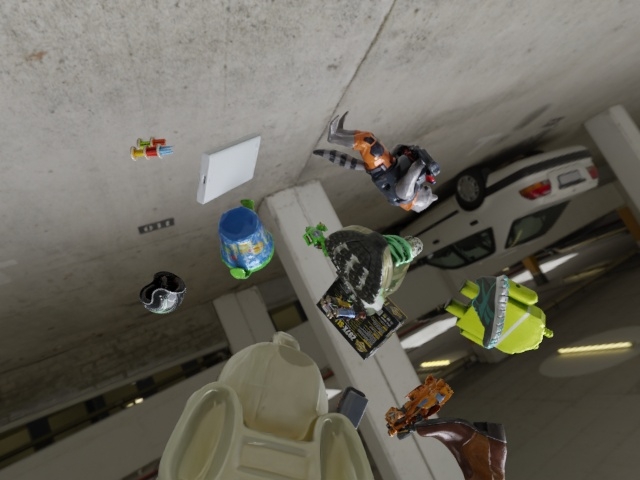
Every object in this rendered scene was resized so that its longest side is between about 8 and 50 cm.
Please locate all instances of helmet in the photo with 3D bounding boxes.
[{"bbox_3d":[-0.669,0.229,1.779,0.161,0.169,0.169,-50,161,22],"label":"helmet"}]

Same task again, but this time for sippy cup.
[{"bbox_3d":[-0.318,-0.015,1.727,0.240,0.305,0.224,-31,155,-14],"label":"sippy cup"}]

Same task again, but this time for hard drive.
[{"bbox_3d":[-0.345,-0.280,1.598,0.307,0.040,0.203,-43,157,-52],"label":"hard drive"}]

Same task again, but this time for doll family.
[{"bbox_3d":[0.081,0.238,1.456,0.111,0.193,0.076,15,111,-22],"label":"doll family"}]

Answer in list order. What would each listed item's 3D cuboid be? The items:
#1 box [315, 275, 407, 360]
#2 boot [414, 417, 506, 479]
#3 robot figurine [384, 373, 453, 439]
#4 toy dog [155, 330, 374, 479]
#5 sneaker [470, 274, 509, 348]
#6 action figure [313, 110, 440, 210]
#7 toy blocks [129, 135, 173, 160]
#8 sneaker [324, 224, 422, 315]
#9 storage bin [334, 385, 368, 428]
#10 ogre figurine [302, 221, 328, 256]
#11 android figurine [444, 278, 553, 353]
[{"bbox_3d":[0.162,0.294,1.751,0.079,0.322,0.257,-16,146,-52],"label":"box"},{"bbox_3d":[0.370,0.615,1.089,0.264,0.280,0.096,14,153,-16],"label":"boot"},{"bbox_3d":[0.368,0.651,1.638,0.291,0.085,0.211,-35,178,-12],"label":"robot figurine"},{"bbox_3d":[-0.154,0.386,0.703,0.284,0.395,0.408,15,121,-22],"label":"toy dog"},{"bbox_3d":[0.375,0.157,0.947,0.076,0.167,0.065,7,173,35],"label":"sneaker"},{"bbox_3d":[0.161,-0.195,1.107,0.178,0.330,0.341,-50,-175,8],"label":"action figure"},{"bbox_3d":[-0.606,-0.343,1.545,0.148,0.123,0.054,-4,129,4],"label":"toy blocks"},{"bbox_3d":[0.126,0.031,0.866,0.182,0.158,0.410,-37,165,-5],"label":"sneaker"},{"bbox_3d":[0.109,0.593,1.485,0.135,0.098,0.091,-62,-176,-17],"label":"storage bin"},{"bbox_3d":[0.000,0.000,1.571,0.097,0.118,0.197,-37,-162,12],"label":"ogre figurine"},{"bbox_3d":[0.494,0.213,1.161,0.056,0.272,0.248,-54,168,-48],"label":"android figurine"}]
